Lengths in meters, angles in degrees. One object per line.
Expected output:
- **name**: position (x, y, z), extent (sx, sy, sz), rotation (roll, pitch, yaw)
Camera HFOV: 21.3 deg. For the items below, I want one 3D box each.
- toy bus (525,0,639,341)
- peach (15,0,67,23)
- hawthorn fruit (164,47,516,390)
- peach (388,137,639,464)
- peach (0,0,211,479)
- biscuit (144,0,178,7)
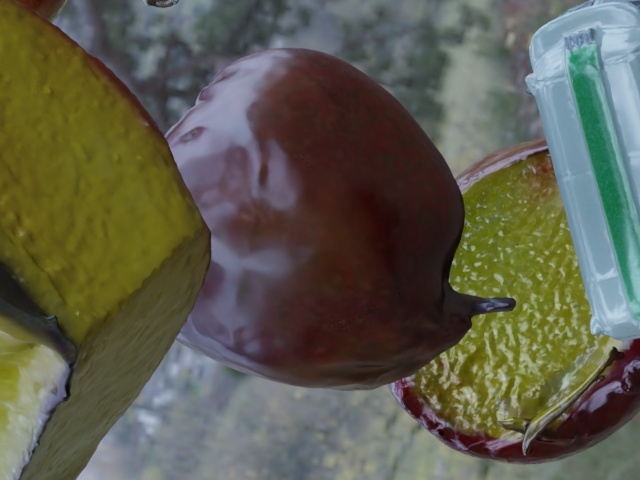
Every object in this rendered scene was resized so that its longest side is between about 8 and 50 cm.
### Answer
- **toy bus**: position (0.256, -0.062, 1.321), extent (0.133, 0.164, 0.276), rotation (-16, 88, 32)
- **peach**: position (-0.373, -0.324, 2.011), extent (0.197, 0.197, 0.197), rotation (-166, 90, -75)
- **hawthorn fruit**: position (-0.020, -0.009, 1.567), extent (0.308, 0.325, 0.308), rotation (-34, 6, 4)
- **peach**: position (0.265, 0.064, 1.975), extent (0.406, 0.335, 0.310), rotation (-59, -18, 10)
- **peach**: position (-0.243, 0.007, 1.070), extent (0.242, 0.306, 0.380), rotation (-57, -7, -43)
- **biscuit**: position (-0.192, -0.373, 1.954), extent (0.061, 0.055, 0.219), rotation (-23, 66, 38)
